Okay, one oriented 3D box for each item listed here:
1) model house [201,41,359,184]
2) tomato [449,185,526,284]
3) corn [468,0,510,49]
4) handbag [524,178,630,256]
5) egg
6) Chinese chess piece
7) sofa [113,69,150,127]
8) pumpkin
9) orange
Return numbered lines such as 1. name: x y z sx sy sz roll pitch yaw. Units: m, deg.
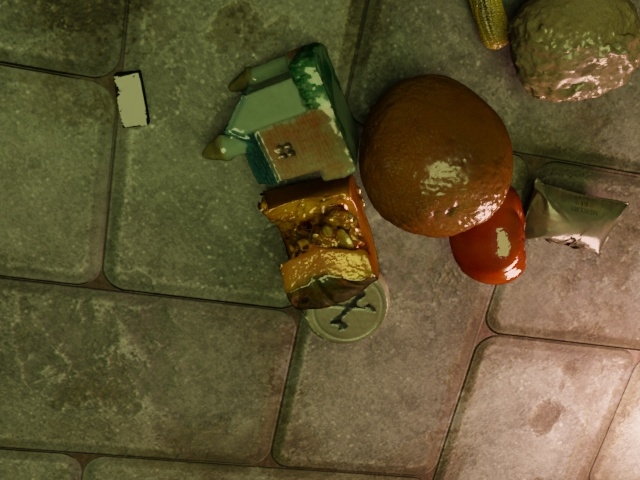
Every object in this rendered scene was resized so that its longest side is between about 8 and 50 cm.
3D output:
1. model house: -0.108 -0.253 1.499 0.325 0.194 0.267 -17 117 14
2. tomato: 0.396 -0.021 1.624 0.180 0.259 0.259 -11 115 17
3. corn: 0.364 -0.517 1.499 0.072 0.072 0.203 -25 113 2
4. handbag: 0.623 -0.046 1.710 0.271 0.117 0.182 11 118 -14
5. egg: 0.544 -0.428 1.459 0.311 0.279 0.279 -11 114 -21
6. Chinese chess piece: 0.058 0.154 1.717 0.238 0.092 0.237 -3 114 -7
7. sofa: -0.411 -0.307 1.485 0.060 0.039 0.117 -8 112 -7
8. pumpkin: 0.000 0.000 1.545 0.226 0.256 0.303 -14 82 8
9. orange: 0.242 -0.187 1.468 0.322 0.356 0.322 -4 145 -3
